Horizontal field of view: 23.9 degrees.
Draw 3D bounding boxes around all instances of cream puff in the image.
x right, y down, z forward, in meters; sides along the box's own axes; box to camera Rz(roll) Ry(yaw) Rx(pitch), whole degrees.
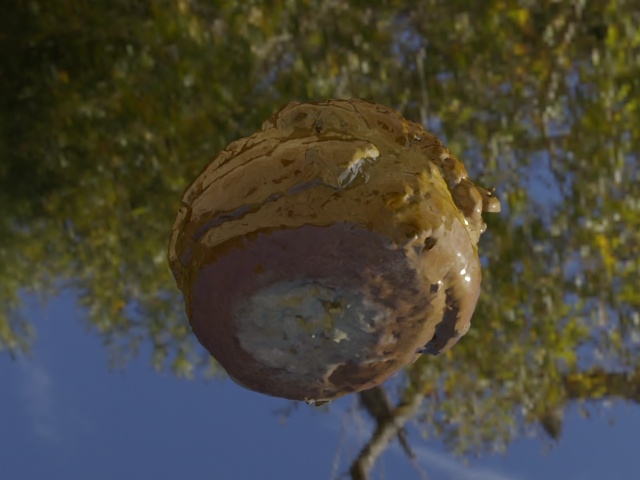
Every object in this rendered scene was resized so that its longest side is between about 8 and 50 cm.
[{"bbox_3d":[0.003,-0.001,0.642,0.144,0.126,0.103,-44,-157,36],"label":"cream puff"}]
